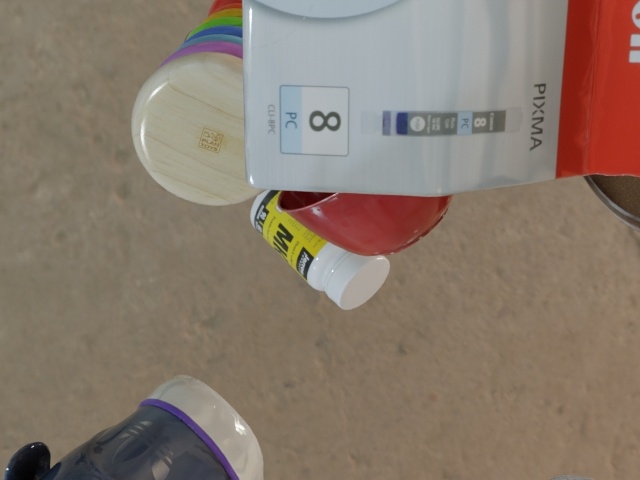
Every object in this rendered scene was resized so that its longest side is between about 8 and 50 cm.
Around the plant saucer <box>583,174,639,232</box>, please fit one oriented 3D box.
[{"bbox_3d":[0.349,-0.130,1.087,0.050,0.310,0.310,-19,124,-23],"label":"plant saucer"}]

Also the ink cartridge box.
[{"bbox_3d":[0.137,-0.185,0.714,0.385,0.091,0.308,3,107,9],"label":"ink cartridge box"}]

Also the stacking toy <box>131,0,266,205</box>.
[{"bbox_3d":[-0.080,-0.168,1.005,0.141,0.330,0.141,2,121,4],"label":"stacking toy"}]

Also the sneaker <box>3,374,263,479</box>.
[{"bbox_3d":[-0.140,0.259,0.699,0.236,0.130,0.322,-44,150,-33],"label":"sneaker"}]

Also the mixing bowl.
[{"bbox_3d":[0.060,-0.050,0.973,0.181,0.181,0.098,-38,108,3],"label":"mixing bowl"}]

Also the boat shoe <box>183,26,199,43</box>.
[{"bbox_3d":[-0.101,-0.269,1.719,0.342,0.123,0.123,13,93,-40],"label":"boat shoe"}]

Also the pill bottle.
[{"bbox_3d":[0.000,0.000,1.543,0.119,0.208,0.119,-32,149,-23],"label":"pill bottle"}]

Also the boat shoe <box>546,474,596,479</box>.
[{"bbox_3d":[0.228,0.266,0.616,0.113,0.306,0.105,-53,172,-27],"label":"boat shoe"}]
